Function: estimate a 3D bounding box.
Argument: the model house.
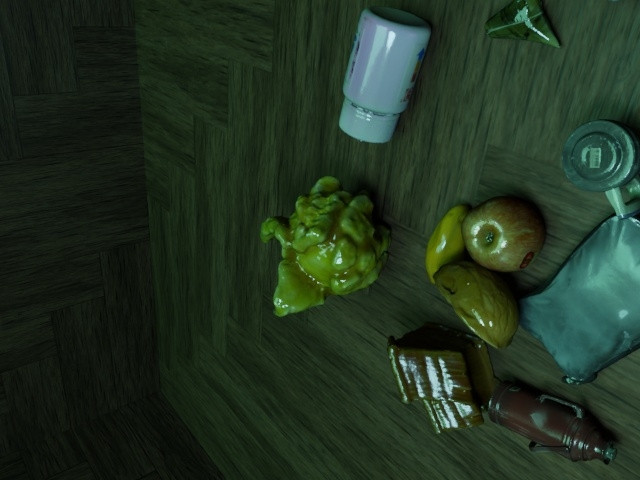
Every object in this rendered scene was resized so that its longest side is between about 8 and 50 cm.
[{"bbox_3d":[0.250,0.302,1.168,0.219,0.229,0.199,-5,93,54],"label":"model house"}]

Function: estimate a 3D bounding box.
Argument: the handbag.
[{"bbox_3d":[0.483,0.109,0.920,0.191,0.075,0.332,50,135,22],"label":"handbag"}]

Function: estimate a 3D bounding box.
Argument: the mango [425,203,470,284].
[{"bbox_3d":[0.271,0.014,1.131,0.075,0.098,0.190,31,122,31],"label":"mango"}]

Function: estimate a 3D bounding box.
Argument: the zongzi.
[{"bbox_3d":[0.352,-0.360,0.928,0.113,0.052,0.104,60,151,-3],"label":"zongzi"}]

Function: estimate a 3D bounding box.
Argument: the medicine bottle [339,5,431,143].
[{"bbox_3d":[0.128,-0.349,1.131,0.152,0.152,0.254,45,135,33],"label":"medicine bottle"}]

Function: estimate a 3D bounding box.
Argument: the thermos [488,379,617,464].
[{"bbox_3d":[0.451,0.355,1.028,0.232,0.099,0.124,15,114,50],"label":"thermos"}]

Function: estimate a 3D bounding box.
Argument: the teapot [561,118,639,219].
[{"bbox_3d":[0.463,-0.120,0.822,0.149,0.108,0.111,55,138,30],"label":"teapot"}]

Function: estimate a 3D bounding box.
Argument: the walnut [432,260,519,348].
[{"bbox_3d":[0.316,0.105,1.022,0.087,0.167,0.211,-54,35,22],"label":"walnut"}]

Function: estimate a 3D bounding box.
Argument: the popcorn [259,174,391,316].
[{"bbox_3d":[-0.005,0.000,1.300,0.325,0.321,0.290,27,126,22],"label":"popcorn"}]

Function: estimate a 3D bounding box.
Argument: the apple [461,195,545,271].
[{"bbox_3d":[0.341,-0.012,1.002,0.146,0.131,0.146,18,113,47],"label":"apple"}]
